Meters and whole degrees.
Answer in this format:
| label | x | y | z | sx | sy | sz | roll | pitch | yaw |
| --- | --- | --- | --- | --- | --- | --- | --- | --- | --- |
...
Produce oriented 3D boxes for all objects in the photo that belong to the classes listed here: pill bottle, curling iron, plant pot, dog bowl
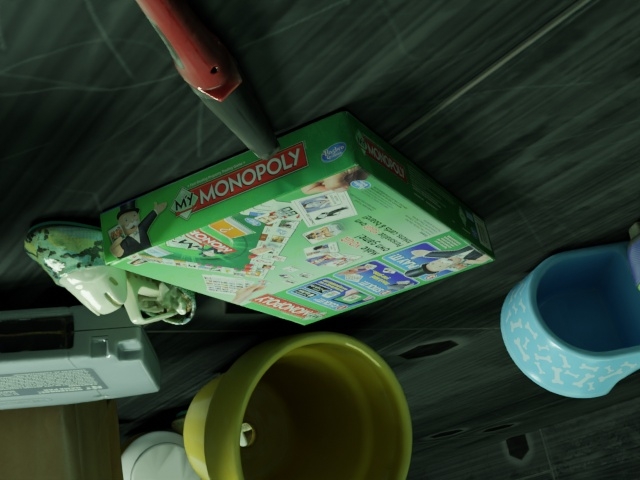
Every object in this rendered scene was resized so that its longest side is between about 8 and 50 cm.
| label | x | y | z | sx | sy | sz | roll | pitch | yaw |
| --- | --- | --- | --- | --- | --- | --- | --- | --- | --- |
| pill bottle | -0.253 | 0.366 | 1.429 | 0.136 | 0.136 | 0.245 | -6 | 170 | -17 |
| curling iron | -0.049 | -0.099 | 0.495 | 0.068 | 0.035 | 0.274 | -12 | 160 | 1 |
| plant pot | -0.052 | 0.248 | 1.164 | 0.254 | 0.254 | 0.239 | 0 | 172 | -31 |
| dog bowl | 0.357 | 0.076 | 1.041 | 0.297 | 0.166 | 0.074 | -9 | 149 | -8 |

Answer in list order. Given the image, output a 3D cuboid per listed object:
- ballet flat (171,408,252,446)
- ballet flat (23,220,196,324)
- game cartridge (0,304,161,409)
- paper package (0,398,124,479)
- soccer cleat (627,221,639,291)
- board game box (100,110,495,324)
| label | x | y | z | sx | sy | sz | roll | pitch | yaw |
| --- | --- | --- | --- | --- | --- | --- | --- | --- | --- |
| ballet flat | -0.070 | 0.284 | 1.407 | 0.348 | 0.123 | 0.123 | -17 | 160 | 15 |
| ballet flat | -0.161 | 0.034 | 0.748 | 0.070 | 0.070 | 0.188 | -22 | 158 | 25 |
| game cartridge | -0.308 | 0.118 | 0.868 | 0.297 | 0.062 | 0.198 | -4 | 164 | -5 |
| paper package | -0.386 | 0.315 | 1.017 | 0.324 | 0.309 | 0.168 | -15 | 156 | 5 |
| soccer cleat | 0.424 | -0.009 | 0.893 | 0.093 | 0.121 | 0.289 | 0 | 157 | -30 |
| board game box | 0.000 | 0.000 | 0.778 | 0.213 | 0.046 | 0.317 | -20 | 159 | 22 |
